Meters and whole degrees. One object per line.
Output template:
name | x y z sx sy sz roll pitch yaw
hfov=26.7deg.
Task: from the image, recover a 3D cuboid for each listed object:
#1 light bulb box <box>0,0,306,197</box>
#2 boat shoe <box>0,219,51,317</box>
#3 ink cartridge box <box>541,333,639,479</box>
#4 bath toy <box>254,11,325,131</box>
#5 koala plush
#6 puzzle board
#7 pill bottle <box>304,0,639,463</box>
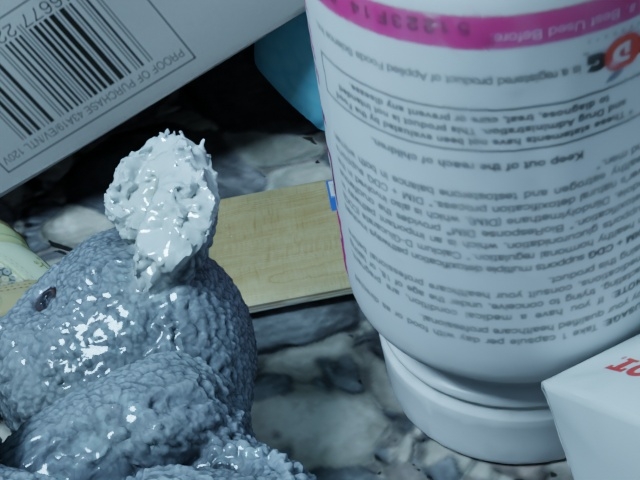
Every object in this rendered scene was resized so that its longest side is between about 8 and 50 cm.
light bulb box | -0.196 -0.248 0.840 0.358 0.225 0.361 -29 41 12
boat shoe | -0.249 0.081 0.658 0.285 0.104 0.089 -35 45 -26
ink cartridge box | 0.253 0.065 0.513 0.273 0.114 0.197 -24 10 -14
bath toy | 0.104 -0.204 0.886 0.151 0.129 0.348 38 54 -1
koala plush | -0.081 0.080 0.580 0.203 0.196 0.221 4 42 -1
puzzle board | 0.000 0.000 0.769 0.128 0.011 0.096 -10 41 -1
pill bottle | 0.083 -0.040 0.592 0.160 0.283 0.160 -5 42 5
